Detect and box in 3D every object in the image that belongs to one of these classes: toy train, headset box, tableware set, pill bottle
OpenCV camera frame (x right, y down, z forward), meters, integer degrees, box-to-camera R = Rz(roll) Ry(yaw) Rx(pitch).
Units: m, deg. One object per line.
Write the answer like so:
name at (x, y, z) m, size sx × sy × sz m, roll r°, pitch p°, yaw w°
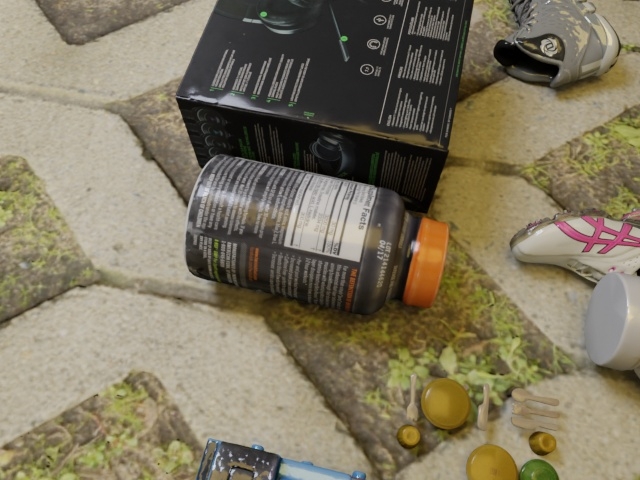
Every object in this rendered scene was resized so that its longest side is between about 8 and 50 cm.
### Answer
toy train at (-0.021, 0.223, 0.479) m, size 0.184 × 0.105 × 0.080 m, roll 13°, pitch 66°, yaw 6°
headset box at (0.007, -0.187, 0.622) m, size 0.283 × 0.131 × 0.246 m, roll 11°, pitch 65°, yaw 5°
tableware set at (0.152, 0.189, 0.543) m, size 0.154 × 0.024 × 0.104 m, roll 9°, pitch 68°, yaw 3°
pill bottle at (0.376, 0.094, 0.533) m, size 0.216 × 0.121 × 0.121 m, roll 10°, pitch 65°, yaw 5°
pill bottle at (0.000, 0.000, 0.570) m, size 0.246 × 0.130 × 0.130 m, roll 13°, pitch 66°, yaw 5°

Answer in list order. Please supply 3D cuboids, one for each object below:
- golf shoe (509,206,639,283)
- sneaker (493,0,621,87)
golf shoe at (0.297, 0.012, 0.600) m, size 0.186 × 0.067 × 0.086 m, roll -3°, pitch 66°, yaw -2°
sneaker at (0.268, -0.292, 0.734) m, size 0.132 × 0.086 × 0.228 m, roll -25°, pitch 68°, yaw -9°
